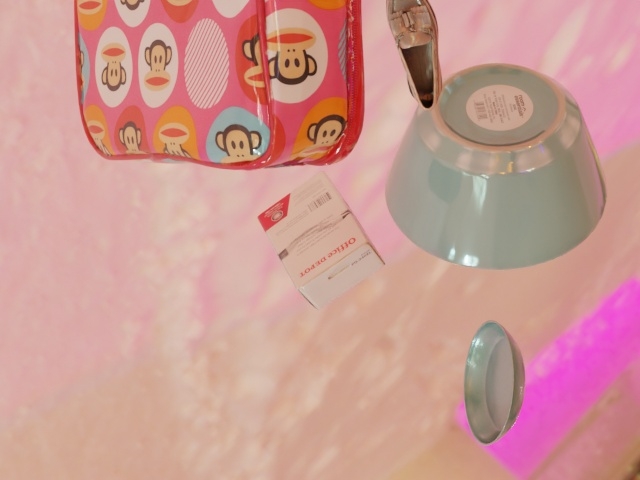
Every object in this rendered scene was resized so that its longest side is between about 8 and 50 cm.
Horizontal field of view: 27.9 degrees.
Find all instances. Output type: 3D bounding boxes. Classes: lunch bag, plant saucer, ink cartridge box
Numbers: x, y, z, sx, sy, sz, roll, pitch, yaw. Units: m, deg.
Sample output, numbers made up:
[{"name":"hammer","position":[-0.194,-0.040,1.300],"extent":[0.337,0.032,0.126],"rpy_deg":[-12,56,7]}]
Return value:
[{"name":"lunch bag","position":[-0.091,-0.187,1.006],"extent":[0.120,0.293,0.258],"rpy_deg":[-10,103,-37]},{"name":"plant saucer","position":[0.169,0.136,1.230],"extent":[0.021,0.119,0.119],"rpy_deg":[5,136,-16]},{"name":"ink cartridge box","position":[0.000,0.000,1.660],"extent":[0.109,0.150,0.063],"rpy_deg":[-34,138,4]}]

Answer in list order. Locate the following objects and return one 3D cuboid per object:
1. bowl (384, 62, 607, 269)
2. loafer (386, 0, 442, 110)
[{"name":"bowl","position":[0.240,-0.125,1.763],"extent":[0.311,0.311,0.163],"rpy_deg":[-38,145,-25]},{"name":"loafer","position":[0.092,-0.181,1.208],"extent":[0.045,0.039,0.125],"rpy_deg":[-13,121,8]}]
